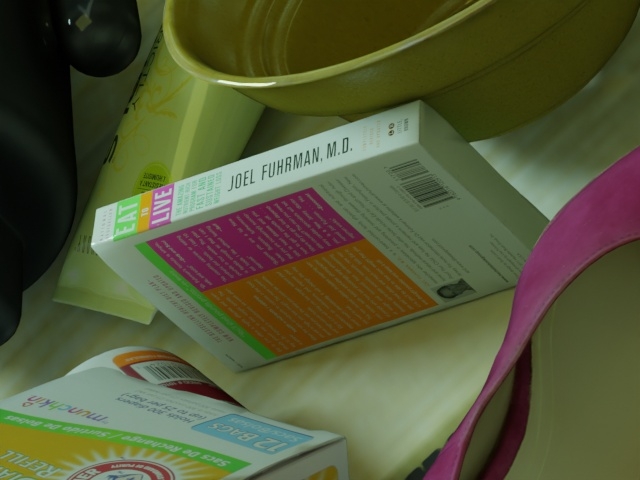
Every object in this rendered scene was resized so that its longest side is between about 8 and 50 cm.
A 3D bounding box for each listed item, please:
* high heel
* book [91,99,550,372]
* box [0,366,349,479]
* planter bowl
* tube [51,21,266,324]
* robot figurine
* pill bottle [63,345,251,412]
[{"bbox_3d":[0.070,0.053,0.487,0.244,0.082,0.117,-46,4,-8],"label":"high heel"},{"bbox_3d":[0.000,0.000,0.721,0.144,0.096,0.035,-16,53,30],"label":"book"},{"bbox_3d":[-0.058,0.154,0.581,0.114,0.103,0.203,10,111,42],"label":"box"},{"bbox_3d":[0.054,-0.101,0.735,0.217,0.090,0.217,-24,33,17],"label":"planter bowl"},{"bbox_3d":[-0.046,-0.077,0.839,0.062,0.070,0.240,23,81,9],"label":"tube"},{"bbox_3d":[-0.199,-0.073,0.871,0.173,0.209,0.278,112,156,-46],"label":"robot figurine"},{"bbox_3d":[-0.038,0.105,0.689,0.086,0.086,0.152,-53,43,-3],"label":"pill bottle"}]
